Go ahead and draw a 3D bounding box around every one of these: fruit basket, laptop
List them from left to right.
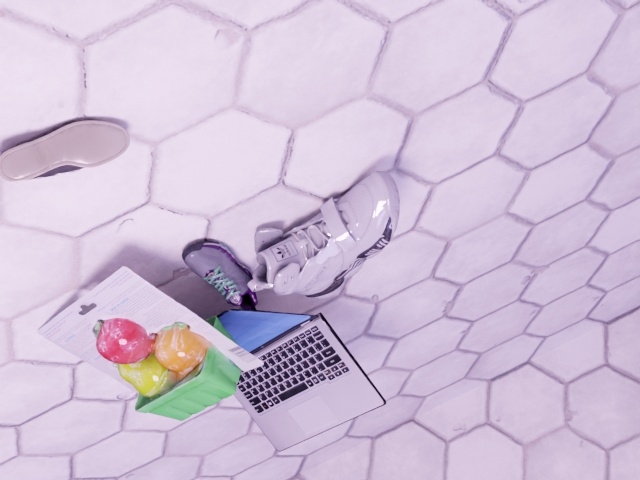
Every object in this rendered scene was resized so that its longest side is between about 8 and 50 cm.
[{"bbox_3d":[-0.340,0.206,1.672,0.353,0.165,0.327,41,128,-21],"label":"fruit basket"},{"bbox_3d":[-0.142,0.335,1.894,0.382,0.408,0.236,-33,-174,37],"label":"laptop"}]

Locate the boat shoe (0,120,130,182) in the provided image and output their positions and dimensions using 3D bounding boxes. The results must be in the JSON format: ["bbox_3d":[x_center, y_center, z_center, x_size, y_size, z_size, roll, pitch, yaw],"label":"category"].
[{"bbox_3d":[-0.407,-0.141,1.313,0.206,0.075,0.065,-19,-171,-19],"label":"boat shoe"}]

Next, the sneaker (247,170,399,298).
[{"bbox_3d":[0.000,0.000,1.675,0.210,0.137,0.366,-3,144,-39],"label":"sneaker"}]

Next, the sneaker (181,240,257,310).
[{"bbox_3d":[-0.193,0.078,1.698,0.083,0.098,0.223,-35,146,14],"label":"sneaker"}]
